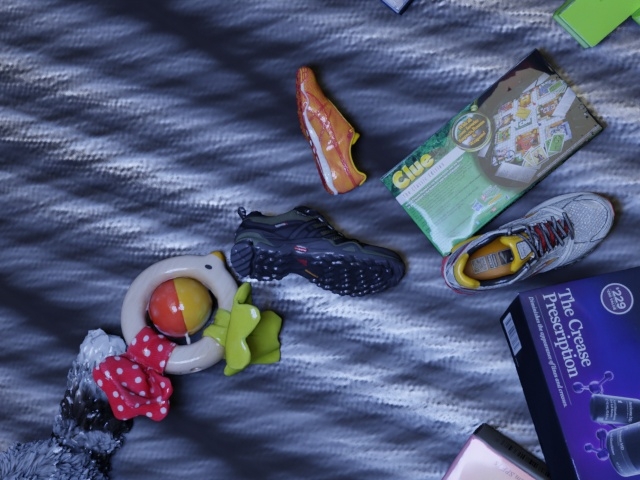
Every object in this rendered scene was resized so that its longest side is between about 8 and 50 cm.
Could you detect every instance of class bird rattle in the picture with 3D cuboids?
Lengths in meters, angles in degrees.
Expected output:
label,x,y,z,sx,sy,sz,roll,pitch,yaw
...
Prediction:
label,x,y,z,sx,sy,sz,roll,pitch,yaw
bird rattle,-0.182,0.121,1.745,0.253,0.143,0.207,-21,61,7

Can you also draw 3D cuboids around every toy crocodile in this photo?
label,x,y,z,sx,sy,sz,roll,pitch,yaw
toy crocodile,0.416,-0.363,1.580,0.115,0.105,0.340,37,122,-9

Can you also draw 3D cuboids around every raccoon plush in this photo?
label,x,y,z,sx,sy,sz,roll,pitch,yaw
raccoon plush,-0.405,0.333,1.703,0.216,0.299,0.446,6,90,15

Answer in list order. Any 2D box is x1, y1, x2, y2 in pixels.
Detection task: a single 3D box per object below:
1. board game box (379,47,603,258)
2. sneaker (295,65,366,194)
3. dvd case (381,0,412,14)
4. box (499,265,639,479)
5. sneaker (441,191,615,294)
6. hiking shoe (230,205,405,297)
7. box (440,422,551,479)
label,x,y,z,sx,sy,sz,roll,pitch,yaw
board game box,0.216,-0.109,1.689,0.259,0.030,0.136,-39,82,11
sneaker,0.012,-0.147,1.735,0.067,0.064,0.175,-20,89,-6
dvd case,0.072,-0.437,1.731,0.238,0.029,0.179,42,99,11
box,0.342,0.176,1.552,0.184,0.103,0.261,-11,70,-12
sneaker,0.260,0.010,1.633,0.225,0.093,0.088,-26,91,2
hiking shoe,0.000,0.000,1.709,0.227,0.086,0.114,10,48,-8
box,0.192,0.364,1.635,0.148,0.127,0.232,34,97,12
